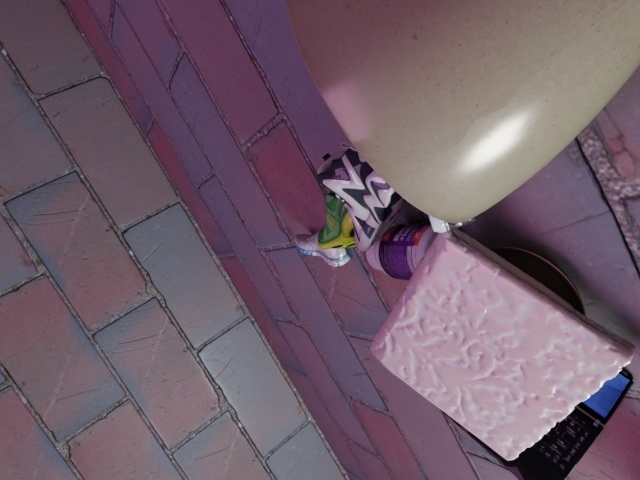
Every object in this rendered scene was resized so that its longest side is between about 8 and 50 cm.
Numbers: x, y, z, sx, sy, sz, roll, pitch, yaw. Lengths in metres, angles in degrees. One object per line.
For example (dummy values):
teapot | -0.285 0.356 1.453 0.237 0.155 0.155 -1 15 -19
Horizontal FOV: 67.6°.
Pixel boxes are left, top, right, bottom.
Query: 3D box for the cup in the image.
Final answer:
cup | 0.169 -0.213 0.455 0.237 0.331 0.331 -28 96 38

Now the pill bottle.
pill bottle | 0.173 0.023 0.915 0.193 0.108 0.108 0 120 61

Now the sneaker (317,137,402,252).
sneaker | 0.062 -0.087 0.848 0.153 0.094 0.235 40 158 17

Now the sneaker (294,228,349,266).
sneaker | 0.000 0.000 1.270 0.190 0.071 0.083 19 130 42

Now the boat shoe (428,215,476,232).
boat shoe | 0.168 -0.115 0.653 0.076 0.080 0.229 -11 114 19

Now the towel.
towel | 0.264 0.177 0.789 0.317 0.053 0.332 35 132 16

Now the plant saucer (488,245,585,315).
plant saucer | 0.331 0.091 0.774 0.198 0.036 0.199 35 141 34

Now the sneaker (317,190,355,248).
sneaker | 0.062 -0.055 1.066 0.295 0.109 0.124 134 129 -69

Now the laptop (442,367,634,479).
laptop | 0.360 0.276 0.842 0.234 0.264 0.136 37 -174 37
